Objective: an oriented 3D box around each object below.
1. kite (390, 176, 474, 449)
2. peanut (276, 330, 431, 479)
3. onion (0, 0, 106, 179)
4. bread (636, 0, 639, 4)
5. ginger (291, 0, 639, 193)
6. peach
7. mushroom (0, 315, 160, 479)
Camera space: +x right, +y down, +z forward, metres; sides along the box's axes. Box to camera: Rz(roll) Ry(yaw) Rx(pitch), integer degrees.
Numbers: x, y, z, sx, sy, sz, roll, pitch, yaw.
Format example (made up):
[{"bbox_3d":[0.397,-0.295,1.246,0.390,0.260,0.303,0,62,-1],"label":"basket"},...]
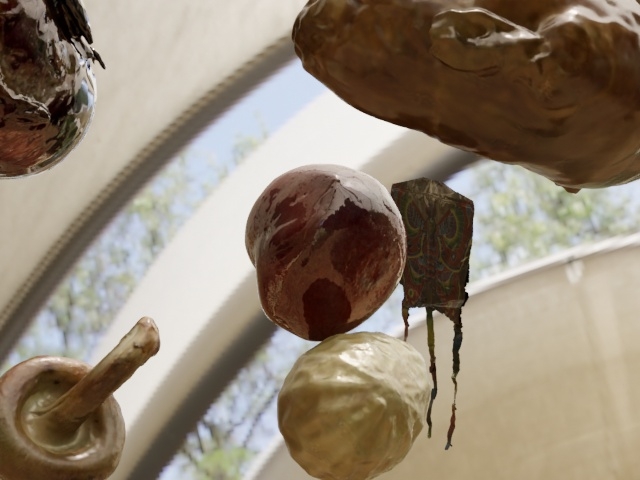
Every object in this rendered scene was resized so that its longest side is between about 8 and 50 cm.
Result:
[{"bbox_3d":[0.114,0.077,1.520,0.015,0.285,0.152,-4,11,-30],"label":"kite"},{"bbox_3d":[0.035,0.146,1.280,0.136,0.120,0.298,-34,-10,-1],"label":"peanut"},{"bbox_3d":[-0.322,-0.185,1.268,0.232,0.314,0.314,-31,-26,-3],"label":"onion"},{"bbox_3d":[0.272,-0.280,0.946,0.159,0.305,0.306,-6,-14,41],"label":"bread"},{"bbox_3d":[0.148,-0.133,1.070,0.321,0.165,0.172,15,-17,-24],"label":"ginger"},{"bbox_3d":[0.000,0.000,1.292,0.152,0.152,0.152,-13,-26,-7],"label":"peach"},{"bbox_3d":[-0.144,0.098,0.887,0.129,0.088,0.073,-41,-5,-8],"label":"mushroom"}]
